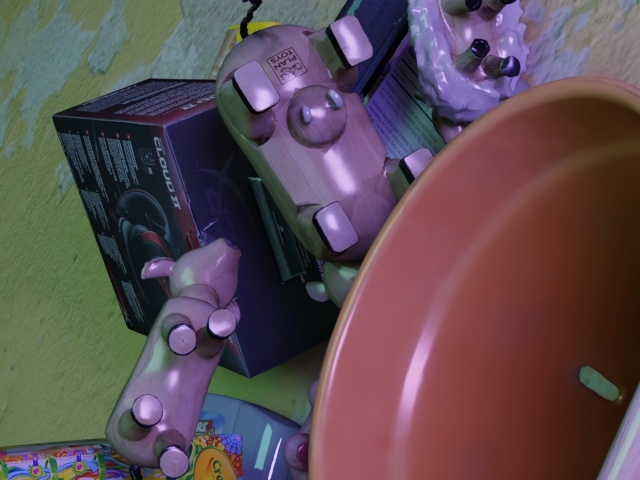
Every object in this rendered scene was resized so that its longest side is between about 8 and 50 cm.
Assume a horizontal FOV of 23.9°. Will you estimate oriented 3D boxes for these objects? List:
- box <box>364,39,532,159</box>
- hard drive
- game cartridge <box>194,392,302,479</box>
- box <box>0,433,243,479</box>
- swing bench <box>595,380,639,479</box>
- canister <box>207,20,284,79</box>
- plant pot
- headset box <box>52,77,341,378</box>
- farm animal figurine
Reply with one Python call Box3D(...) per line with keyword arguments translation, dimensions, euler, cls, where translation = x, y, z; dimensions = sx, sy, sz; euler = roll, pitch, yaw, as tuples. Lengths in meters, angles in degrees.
Box3D(translation=(0.093, -0.077, 1.138), dimensions=(0.137, 0.072, 0.126), euler=(-56, 38, 19), cls="box")
Box3D(translation=(0.045, -0.172, 1.210), dimensions=(0.172, 0.054, 0.254), euler=(-57, 0, 17), cls="hard drive")
Box3D(translation=(-0.115, 0.229, 1.291), dimensions=(0.297, 0.062, 0.198), euler=(-11, 63, 56), cls="game cartridge")
Box3D(translation=(-0.204, 0.291, 1.069), dimensions=(0.177, 0.279, 0.289), euler=(-12, 80, 56), cls="box")
Box3D(translation=(0.272, 0.019, 0.593), dimensions=(0.165, 0.253, 0.254), euler=(-9, 61, 56), cls="swing bench")
Box3D(translation=(-0.075, -0.122, 1.468), dimensions=(0.126, 0.073, 0.169), euler=(7, 73, 60), cls="canister")
Box3D(translation=(0.159, 0.087, 0.781), dimensions=(0.291, 0.204, 0.290), euler=(-39, 39, 41), cls="plant pot")
Box3D(translation=(-0.098, -0.019, 1.273), dimensions=(0.293, 0.110, 0.218), euler=(11, 122, 61), cls="headset box")
Box3D(translation=(0.000, 0.000, 1.005), dimensions=(0.172, 0.330, 0.326), euler=(162, 96, -77), cls="farm animal figurine")
